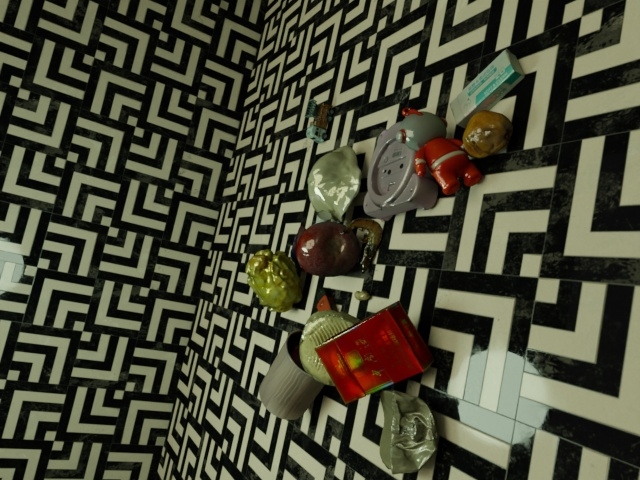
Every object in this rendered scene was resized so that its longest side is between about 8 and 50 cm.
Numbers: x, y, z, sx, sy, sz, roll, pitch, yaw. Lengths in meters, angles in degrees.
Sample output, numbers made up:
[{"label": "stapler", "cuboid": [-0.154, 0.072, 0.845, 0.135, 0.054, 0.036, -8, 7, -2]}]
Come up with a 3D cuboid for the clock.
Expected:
[{"label": "clock", "cuboid": [0.270, -0.241, 1.700, 0.295, 0.113, 0.323, -15, 62, 58]}]

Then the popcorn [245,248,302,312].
[{"label": "popcorn", "cuboid": [-0.201, 0.175, 2.204, 0.287, 0.215, 0.252, 62, 156, -3]}]

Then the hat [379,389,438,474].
[{"label": "hat", "cuboid": [0.241, 0.522, 1.427, 0.245, 0.149, 0.215, 53, -142, -80]}]

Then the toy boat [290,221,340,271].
[{"label": "toy boat", "cuboid": [-0.037, -0.016, 2.194, 0.318, 0.071, 0.219, -57, 36, 24]}]

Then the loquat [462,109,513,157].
[{"label": "loquat", "cuboid": [0.459, -0.291, 1.394, 0.137, 0.113, 0.137, -30, 35, 24]}]

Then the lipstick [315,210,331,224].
[{"label": "lipstick", "cuboid": [0.000, 0.000, 2.021, 0.059, 0.059, 0.264, -107, 19, -45]}]

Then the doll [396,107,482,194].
[{"label": "doll", "cuboid": [0.330, -0.278, 1.503, 0.337, 0.199, 0.105, 60, 164, 28]}]

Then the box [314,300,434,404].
[{"label": "box", "cuboid": [0.150, 0.335, 1.501, 0.313, 0.089, 0.198, -36, 82, 36]}]

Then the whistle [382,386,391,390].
[{"label": "whistle", "cuboid": [0.202, 0.372, 1.596, 0.039, 0.039, 0.187, -32, 48, 51]}]

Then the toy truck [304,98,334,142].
[{"label": "toy truck", "cuboid": [-0.017, -0.552, 2.366, 0.080, 0.115, 0.178, 11, 88, 62]}]

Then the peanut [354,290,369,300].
[{"label": "peanut", "cuboid": [0.144, 0.195, 1.788, 0.083, 0.037, 0.037, -5, 72, 58]}]

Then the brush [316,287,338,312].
[{"label": "brush", "cuboid": [0.041, 0.299, 1.914, 0.070, 0.051, 0.323, -52, 32, 24]}]

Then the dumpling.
[{"label": "dumpling", "cuboid": [0.064, -0.226, 1.979, 0.242, 0.187, 0.319, 14, 92, 61]}]

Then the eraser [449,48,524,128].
[{"label": "eraser", "cuboid": [0.479, -0.436, 1.478, 0.225, 0.052, 0.096, -43, 44, 43]}]

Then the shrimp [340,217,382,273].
[{"label": "shrimp", "cuboid": [0.133, 0.014, 1.783, 0.035, 0.147, 0.195, -144, 69, -69]}]

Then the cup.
[{"label": "cup", "cuboid": [-0.097, 0.477, 1.896, 0.273, 0.208, 0.288, -61, 40, 26]}]

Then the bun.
[{"label": "bun", "cuboid": [0.059, 0.355, 1.704, 0.152, 0.259, 0.260, -9, -61, -75]}]

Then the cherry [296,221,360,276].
[{"label": "cherry", "cuboid": [0.023, 0.034, 1.891, 0.239, 0.239, 0.206, -6, 91, 60]}]
